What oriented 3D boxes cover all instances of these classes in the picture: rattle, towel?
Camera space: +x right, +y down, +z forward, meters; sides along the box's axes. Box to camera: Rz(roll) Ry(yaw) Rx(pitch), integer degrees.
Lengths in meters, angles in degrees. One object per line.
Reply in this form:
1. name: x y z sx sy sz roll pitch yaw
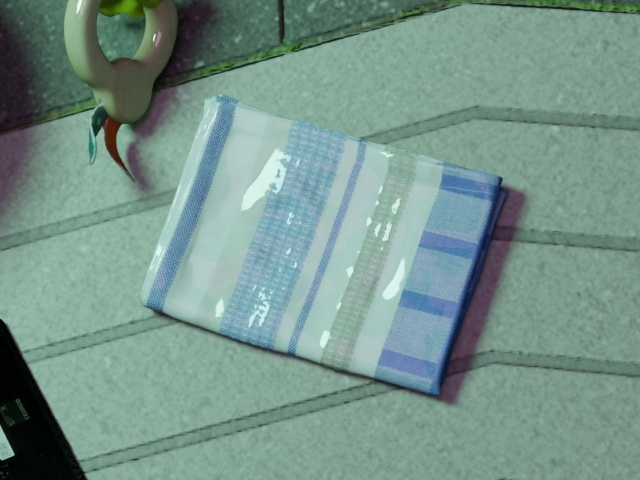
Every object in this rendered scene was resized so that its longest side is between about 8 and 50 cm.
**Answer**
1. rattle: -0.214 -0.162 1.803 0.142 0.130 0.200 10 101 23
2. towel: 0.000 0.000 1.736 0.285 0.034 0.209 17 77 13

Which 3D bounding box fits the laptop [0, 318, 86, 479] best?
1. laptop: -0.353 0.233 1.732 0.264 0.136 0.234 -22 69 -25
